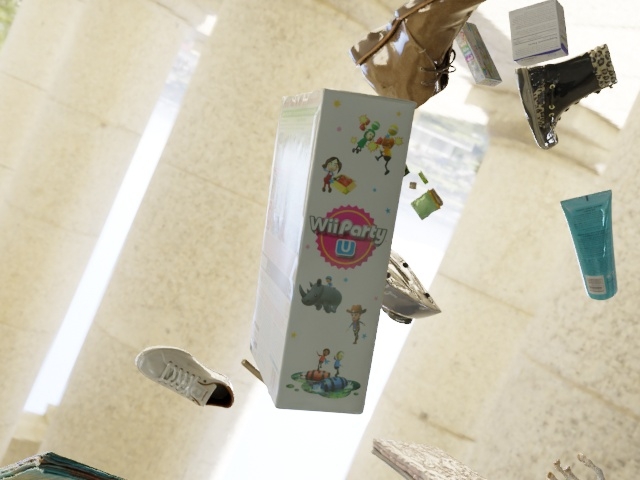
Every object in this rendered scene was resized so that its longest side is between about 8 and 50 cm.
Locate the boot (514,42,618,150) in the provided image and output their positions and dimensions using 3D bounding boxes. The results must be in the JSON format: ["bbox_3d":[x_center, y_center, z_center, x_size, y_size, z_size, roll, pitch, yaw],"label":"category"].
[{"bbox_3d":[0.487,-0.274,1.520,0.178,0.085,0.236,-17,145,19],"label":"boot"}]

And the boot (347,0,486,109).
[{"bbox_3d":[0.138,-0.237,0.936,0.115,0.112,0.305,63,161,-2],"label":"boot"}]

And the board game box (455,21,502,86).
[{"bbox_3d":[0.353,-0.425,1.780,0.103,0.026,0.154,-9,-106,-55],"label":"board game box"}]

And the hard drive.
[{"bbox_3d":[0.132,0.069,1.509,0.254,0.054,0.172,27,-155,-57],"label":"hard drive"}]

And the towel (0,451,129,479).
[{"bbox_3d":[-0.491,0.497,1.546,0.271,0.040,0.370,31,144,-27],"label":"towel"}]

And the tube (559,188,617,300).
[{"bbox_3d":[0.454,0.008,1.300,0.052,0.080,0.207,-93,-16,-55],"label":"tube"}]

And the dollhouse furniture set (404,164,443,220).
[{"bbox_3d":[0.253,-0.135,2.055,0.152,0.076,0.058,58,-172,20],"label":"dollhouse furniture set"}]

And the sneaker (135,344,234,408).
[{"bbox_3d":[-0.344,0.364,2.064,0.290,0.106,0.123,26,-174,-29],"label":"sneaker"}]

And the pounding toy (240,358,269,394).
[{"bbox_3d":[-0.038,0.212,1.356,0.181,0.206,0.094,-9,-147,-35],"label":"pounding toy"}]

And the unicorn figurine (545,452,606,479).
[{"bbox_3d":[0.385,0.361,1.114,0.111,0.060,0.162,48,174,9],"label":"unicorn figurine"}]

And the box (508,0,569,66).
[{"bbox_3d":[0.555,-0.527,1.996,0.126,0.137,0.072,-8,170,32],"label":"box"}]

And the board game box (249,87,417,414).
[{"bbox_3d":[0.000,0.000,0.830,0.097,0.304,0.224,6,-173,-14],"label":"board game box"}]

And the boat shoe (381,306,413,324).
[{"bbox_3d":[0.183,0.170,2.052,0.083,0.079,0.233,-16,-173,-14],"label":"boat shoe"}]

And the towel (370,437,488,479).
[{"bbox_3d":[0.335,0.637,2.097,0.316,0.054,0.331,20,-176,-41],"label":"towel"}]
